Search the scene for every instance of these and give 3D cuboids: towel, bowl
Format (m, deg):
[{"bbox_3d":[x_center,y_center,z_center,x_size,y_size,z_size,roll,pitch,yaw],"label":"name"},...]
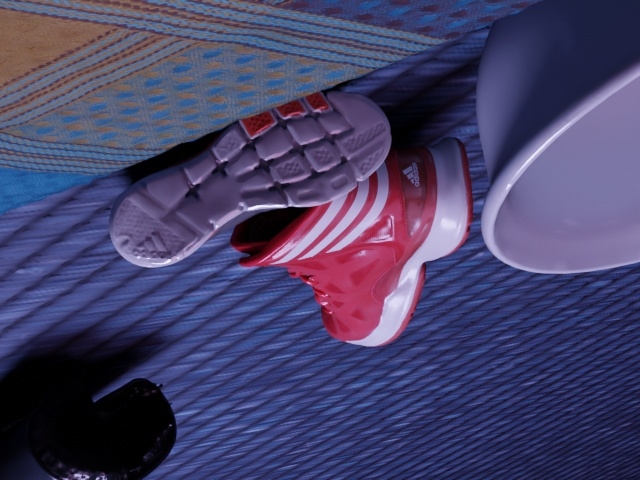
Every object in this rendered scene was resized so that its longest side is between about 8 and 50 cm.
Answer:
[{"bbox_3d":[-0.134,-0.061,0.579,0.370,0.040,0.271,-18,167,40],"label":"towel"},{"bbox_3d":[0.193,-0.112,0.803,0.297,0.134,0.298,-20,160,-8],"label":"bowl"}]

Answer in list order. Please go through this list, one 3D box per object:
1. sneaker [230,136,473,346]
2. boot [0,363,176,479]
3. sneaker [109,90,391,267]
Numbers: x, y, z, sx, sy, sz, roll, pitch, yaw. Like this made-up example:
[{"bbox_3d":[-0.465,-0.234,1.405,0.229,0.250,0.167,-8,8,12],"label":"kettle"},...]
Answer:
[{"bbox_3d":[0.000,0.000,0.990,0.128,0.087,0.221,1,151,-15],"label":"sneaker"},{"bbox_3d":[-0.235,0.165,1.084,0.246,0.094,0.207,-11,161,-46],"label":"boot"},{"bbox_3d":[-0.039,-0.038,0.879,0.157,0.061,0.065,-22,-174,-1],"label":"sneaker"}]
